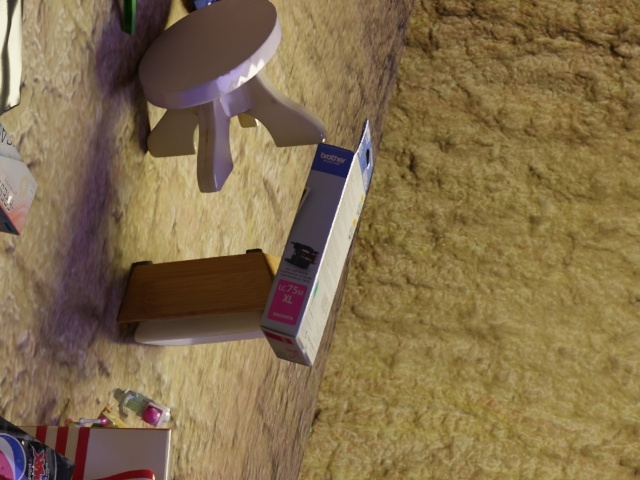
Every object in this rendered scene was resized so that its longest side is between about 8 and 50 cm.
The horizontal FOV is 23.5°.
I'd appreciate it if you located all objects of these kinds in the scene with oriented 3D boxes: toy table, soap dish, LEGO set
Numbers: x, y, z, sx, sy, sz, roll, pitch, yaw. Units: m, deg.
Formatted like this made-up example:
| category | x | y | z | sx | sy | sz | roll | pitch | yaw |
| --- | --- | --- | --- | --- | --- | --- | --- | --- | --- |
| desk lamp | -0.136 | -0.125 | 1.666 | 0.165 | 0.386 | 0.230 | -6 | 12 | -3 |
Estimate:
| category | x | y | z | sx | sy | sz | roll | pitch | yaw |
| --- | --- | --- | --- | --- | --- | --- | --- | --- | --- |
| toy table | -0.126 | -0.194 | 2.039 | 0.274 | 0.252 | 0.160 | -51 | 135 | -47 |
| soap dish | -0.144 | 0.086 | 2.231 | 0.291 | 0.229 | 0.118 | 21 | 63 | -79 |
| LEGO set | -0.296 | 0.319 | 1.926 | 0.107 | 0.132 | 0.287 | 20 | 86 | -70 |

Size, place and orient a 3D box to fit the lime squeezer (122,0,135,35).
| category | x | y | z | sx | sy | sz | roll | pitch | yaw |
| --- | --- | --- | --- | --- | --- | --- | --- | --- | --- |
| lime squeezer | -0.239 | -0.315 | 1.775 | 0.310 | 0.059 | 0.109 | 20 | 80 | -80 |

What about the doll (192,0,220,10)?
| category | x | y | z | sx | sy | sz | roll | pitch | yaw |
| --- | --- | --- | --- | --- | --- | --- | --- | --- | --- |
| doll | -0.153 | -0.340 | 2.210 | 0.189 | 0.046 | 0.129 | 68 | 35 | -69 |

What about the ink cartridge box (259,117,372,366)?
| category | x | y | z | sx | sy | sz | roll | pitch | yaw |
| --- | --- | --- | --- | --- | --- | --- | --- | --- | --- |
| ink cartridge box | 0.000 | 0.000 | 2.062 | 0.186 | 0.065 | 0.311 | 72 | 36 | -72 |

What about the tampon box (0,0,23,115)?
| category | x | y | z | sx | sy | sz | roll | pitch | yaw |
| --- | --- | --- | --- | --- | --- | --- | --- | --- | --- |
| tampon box | -0.326 | -0.161 | 1.201 | 0.101 | 0.161 | 0.120 | -54 | 152 | -66 |

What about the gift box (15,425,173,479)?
| category | x | y | z | sx | sy | sz | roll | pitch | yaw |
| --- | --- | --- | --- | --- | --- | --- | --- | --- | --- |
| gift box | -0.261 | 0.353 | 1.621 | 0.258 | 0.255 | 0.276 | 93 | -7 | -51 |

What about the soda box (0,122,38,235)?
| category | x | y | z | sx | sy | sz | roll | pitch | yaw |
| --- | --- | --- | --- | --- | --- | --- | --- | --- | --- |
| soda box | -0.335 | -0.073 | 1.509 | 0.183 | 0.058 | 0.063 | 77 | 26 | -65 |

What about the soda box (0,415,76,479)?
| category | x | y | z | sx | sy | sz | roll | pitch | yaw |
| --- | --- | --- | --- | --- | --- | --- | --- | --- | --- |
| soda box | -0.316 | 0.202 | 1.468 | 0.169 | 0.060 | 0.053 | 40 | 50 | -35 |
